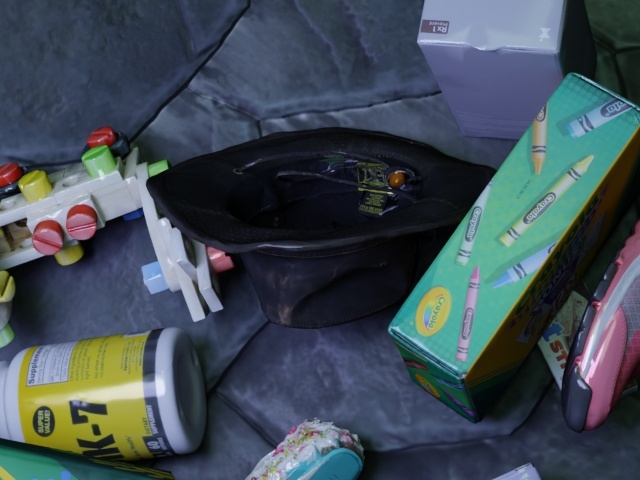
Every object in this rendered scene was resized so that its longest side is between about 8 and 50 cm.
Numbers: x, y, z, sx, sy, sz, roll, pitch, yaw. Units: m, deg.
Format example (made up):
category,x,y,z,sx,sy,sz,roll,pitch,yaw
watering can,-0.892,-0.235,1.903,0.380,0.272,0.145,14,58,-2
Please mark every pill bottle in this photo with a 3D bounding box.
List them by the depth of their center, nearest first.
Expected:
category,x,y,z,sx,sy,sz,roll,pitch,yaw
pill bottle,-0.220,0.151,1.499,0.208,0.119,0.119,-9,69,11

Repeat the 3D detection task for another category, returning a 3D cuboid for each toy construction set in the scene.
category,x,y,z,sx,sy,sz,roll,pitch,yaw
toy construction set,-0.246,0.003,1.524,0.327,0.151,0.215,-7,29,0

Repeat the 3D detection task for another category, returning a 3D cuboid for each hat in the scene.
category,x,y,z,sx,sy,sz,roll,pitch,yaw
hat,0.000,0.000,1.460,0.331,0.331,0.134,8,112,16

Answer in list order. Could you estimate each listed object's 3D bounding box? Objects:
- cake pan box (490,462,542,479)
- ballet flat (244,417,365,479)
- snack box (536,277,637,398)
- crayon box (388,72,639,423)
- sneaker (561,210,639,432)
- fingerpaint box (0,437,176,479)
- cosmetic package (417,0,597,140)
category,x,y,z,sx,sy,sz,roll,pitch,yaw
cake pan box,0.124,0.351,1.375,0.267,0.070,0.246,-26,69,4
ballet flat,-0.061,0.252,1.458,0.241,0.091,0.077,-40,37,-7
snack box,0.221,0.071,1.474,0.064,0.022,0.178,-26,67,2
crayon box,0.176,0.010,1.402,0.081,0.165,0.278,33,80,19
sneaker,0.318,0.042,1.402,0.136,0.116,0.314,28,71,13
fingerpaint box,-0.341,0.375,1.320,0.371,0.163,0.445,13,83,-7
cosmetic package,0.174,-0.171,1.454,0.127,0.238,0.107,7,73,15
